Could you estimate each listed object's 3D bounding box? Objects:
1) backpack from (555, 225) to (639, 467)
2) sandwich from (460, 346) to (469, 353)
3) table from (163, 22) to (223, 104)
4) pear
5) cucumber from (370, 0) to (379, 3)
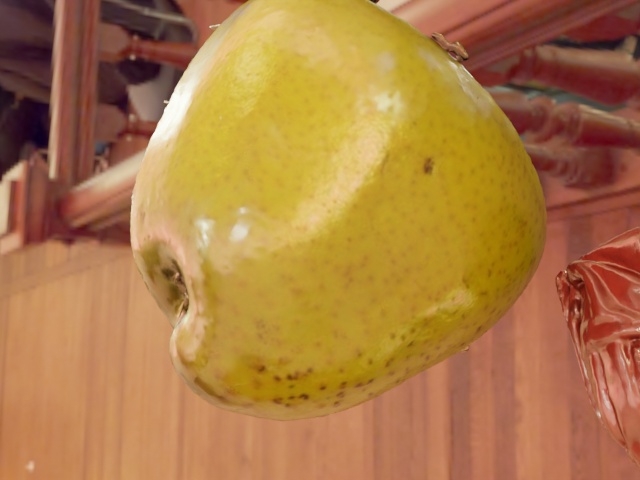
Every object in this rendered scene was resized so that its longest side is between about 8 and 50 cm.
[{"bbox_3d":[0.293,0.101,0.875,0.139,0.229,0.229,-25,62,37],"label":"backpack"},{"bbox_3d":[0.234,0.145,2.141,0.258,0.096,0.094,32,103,44],"label":"sandwich"},{"bbox_3d":[-0.161,-0.255,1.650,0.146,0.062,0.175,-60,23,-3],"label":"table"},{"bbox_3d":[0.000,0.000,0.879,0.318,0.342,0.238,-47,24,-16],"label":"pear"},{"bbox_3d":[0.051,-0.389,1.757,0.107,0.067,0.035,8,90,42],"label":"cucumber"}]
